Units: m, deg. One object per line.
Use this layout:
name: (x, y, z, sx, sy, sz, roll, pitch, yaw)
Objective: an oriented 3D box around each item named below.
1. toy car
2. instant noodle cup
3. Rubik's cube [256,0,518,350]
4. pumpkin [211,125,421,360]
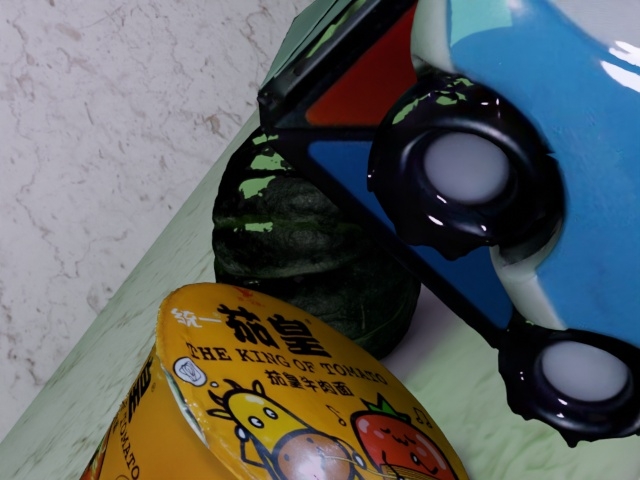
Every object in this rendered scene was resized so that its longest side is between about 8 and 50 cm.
toy car: (0.152, -0.041, 0.537, 0.190, 0.255, 0.188, -18, 28, 34)
instant noodle cup: (-0.044, 0.155, 0.685, 0.172, 0.216, 0.216, -52, 10, 20)
Rubik's cube: (0.131, -0.119, 0.815, 0.246, 0.248, 0.250, -41, 14, 21)
pumpkin: (0.000, 0.000, 0.975, 0.162, 0.220, 0.220, 3, 30, 12)
